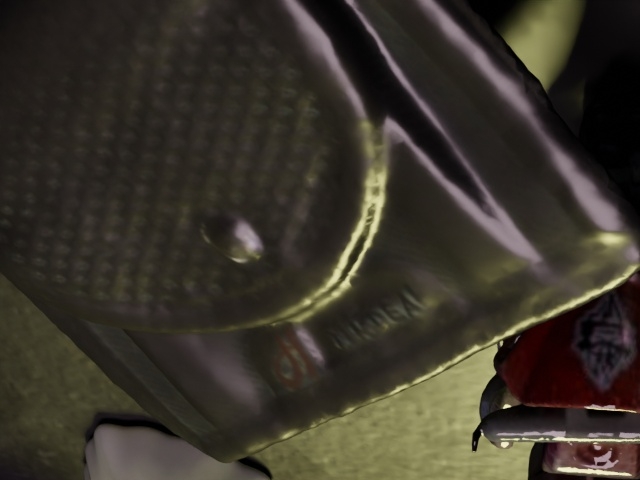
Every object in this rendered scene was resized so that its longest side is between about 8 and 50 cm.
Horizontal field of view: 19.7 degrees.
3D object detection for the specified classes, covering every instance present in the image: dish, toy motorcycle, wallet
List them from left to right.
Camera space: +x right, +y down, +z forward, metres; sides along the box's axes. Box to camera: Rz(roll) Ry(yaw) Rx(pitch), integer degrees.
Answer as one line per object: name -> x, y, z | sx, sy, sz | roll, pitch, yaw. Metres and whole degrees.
wallet -> -0.082, -0.068, 0.558 | 0.323, 0.041, 0.247 | 48, 136, -9
dish -> -0.077, 0.142, 0.896 | 0.091, 0.039, 0.137 | 16, 144, 1
toy motorcycle -> 0.094, 0.065, 0.609 | 0.082, 0.122, 0.213 | 5, 122, 9
